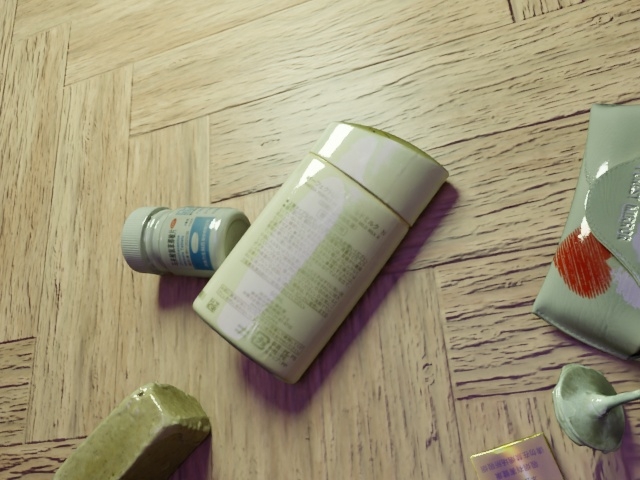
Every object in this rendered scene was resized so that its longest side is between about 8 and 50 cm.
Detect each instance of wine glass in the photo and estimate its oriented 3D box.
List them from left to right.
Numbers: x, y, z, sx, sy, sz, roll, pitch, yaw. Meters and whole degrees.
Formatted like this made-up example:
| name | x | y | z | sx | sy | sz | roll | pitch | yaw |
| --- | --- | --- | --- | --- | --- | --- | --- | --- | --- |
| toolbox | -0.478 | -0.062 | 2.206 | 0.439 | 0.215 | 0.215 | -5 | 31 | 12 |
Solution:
| name | x | y | z | sx | sy | sz | roll | pitch | yaw |
| --- | --- | --- | --- | --- | --- | --- | --- | --- | --- |
| wine glass | 0.315 | 0.138 | 0.507 | 0.122 | 0.183 | 0.122 | 10 | 60 | -18 |

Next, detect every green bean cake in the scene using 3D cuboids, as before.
| name | x | y | z | sx | sy | sz | roll | pitch | yaw |
| --- | --- | --- | --- | --- | --- | --- | --- | --- | --- |
| green bean cake | -0.243 | 0.276 | 0.724 | 0.179 | 0.109 | 0.085 | -48 | 61 | 0 |

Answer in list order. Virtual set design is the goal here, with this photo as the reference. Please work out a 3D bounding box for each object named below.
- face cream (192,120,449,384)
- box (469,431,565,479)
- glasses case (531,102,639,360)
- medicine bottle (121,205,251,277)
| name | x | y | z | sx | sy | sz | roll | pitch | yaw |
| --- | --- | --- | --- | --- | --- | --- | --- | --- | --- |
| face cream | 0.000 | 0.000 | 0.727 | 0.173 | 0.081 | 0.349 | 36 | 87 | 4 |
| box | 0.228 | 0.292 | 0.579 | 0.089 | 0.022 | 0.157 | -23 | 65 | 14 |
| glasses case | 0.337 | -0.032 | 0.615 | 0.128 | 0.083 | 0.308 | 15 | 78 | 25 |
| medicine bottle | -0.191 | 0.002 | 0.802 | 0.167 | 0.105 | 0.105 | 2 | 73 | 23 |
